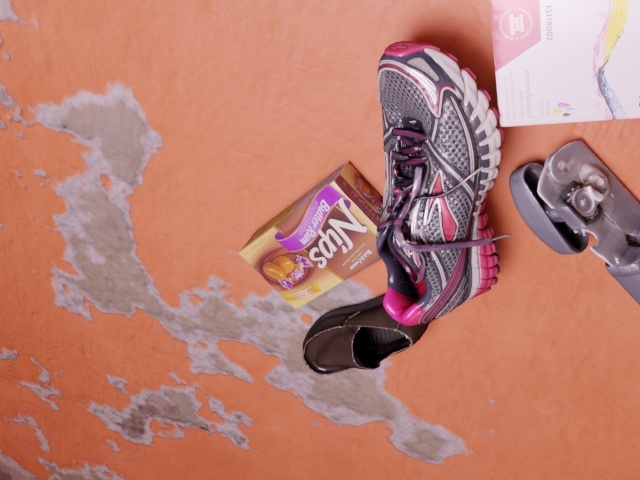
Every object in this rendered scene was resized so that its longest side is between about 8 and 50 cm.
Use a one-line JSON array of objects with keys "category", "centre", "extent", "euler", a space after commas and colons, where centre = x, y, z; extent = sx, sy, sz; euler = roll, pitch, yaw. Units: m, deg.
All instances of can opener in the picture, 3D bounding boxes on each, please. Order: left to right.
[{"category": "can opener", "centre": [0.307, 0.018, 0.618], "extent": [0.283, 0.076, 0.095], "euler": [44, 162, -11]}]

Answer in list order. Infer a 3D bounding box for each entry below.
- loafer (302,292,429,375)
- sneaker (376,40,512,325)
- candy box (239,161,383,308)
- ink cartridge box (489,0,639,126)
[{"category": "loafer", "centre": [0.047, 0.130, 0.802], "extent": [0.080, 0.078, 0.220], "euler": [46, 130, -11]}, {"category": "sneaker", "centre": [0.104, -0.042, 0.598], "extent": [0.121, 0.112, 0.299], "euler": [30, 142, 52]}, {"category": "candy box", "centre": [0.000, 0.000, 0.746], "extent": [0.109, 0.053, 0.187], "euler": [47, 131, -12]}, {"category": "ink cartridge box", "centre": [0.247, -0.163, 0.498], "extent": [0.198, 0.067, 0.115], "euler": [0, 124, 25]}]
